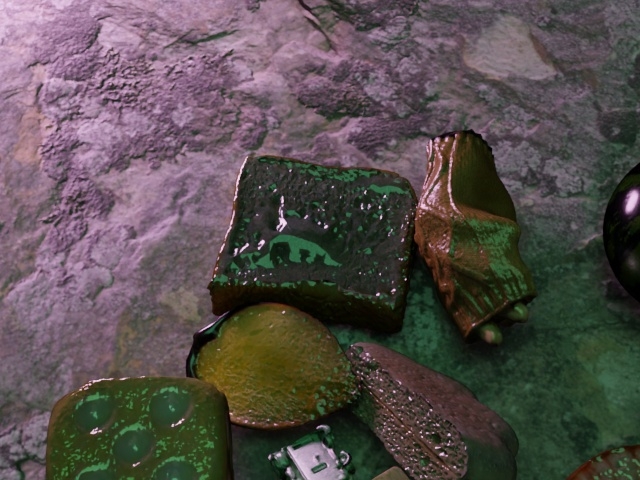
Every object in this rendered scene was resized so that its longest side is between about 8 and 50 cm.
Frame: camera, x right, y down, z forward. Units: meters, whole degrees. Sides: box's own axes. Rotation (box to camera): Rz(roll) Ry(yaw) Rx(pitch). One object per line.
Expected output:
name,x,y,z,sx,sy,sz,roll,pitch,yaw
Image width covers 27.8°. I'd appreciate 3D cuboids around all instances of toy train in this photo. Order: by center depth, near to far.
toy train,-0.010,0.316,1.775,0.099,0.081,0.149,-26,36,-15

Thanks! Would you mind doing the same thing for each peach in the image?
peach,-0.059,0.188,1.861,0.279,0.068,0.189,16,80,23

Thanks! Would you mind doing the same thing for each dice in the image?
dice,-0.231,0.323,1.714,0.233,0.238,0.227,-5,60,-2

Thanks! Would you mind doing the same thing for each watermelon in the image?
watermelon,0.544,-0.008,1.897,0.268,0.269,0.269,0,61,0

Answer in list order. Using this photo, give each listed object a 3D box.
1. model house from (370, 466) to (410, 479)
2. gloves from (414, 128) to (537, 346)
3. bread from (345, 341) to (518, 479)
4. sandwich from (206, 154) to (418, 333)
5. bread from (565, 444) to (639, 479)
model house,0.014,0.424,1.657,0.326,0.244,0.169,-34,71,-17
gloves,0.225,0.003,1.934,0.155,0.203,0.356,-20,55,9
bread,0.162,0.254,1.780,0.337,0.183,0.102,42,110,51
sandwich,0.000,0.000,1.976,0.301,0.099,0.271,6,61,5
bread,0.453,0.428,1.728,0.327,0.114,0.295,18,61,10
